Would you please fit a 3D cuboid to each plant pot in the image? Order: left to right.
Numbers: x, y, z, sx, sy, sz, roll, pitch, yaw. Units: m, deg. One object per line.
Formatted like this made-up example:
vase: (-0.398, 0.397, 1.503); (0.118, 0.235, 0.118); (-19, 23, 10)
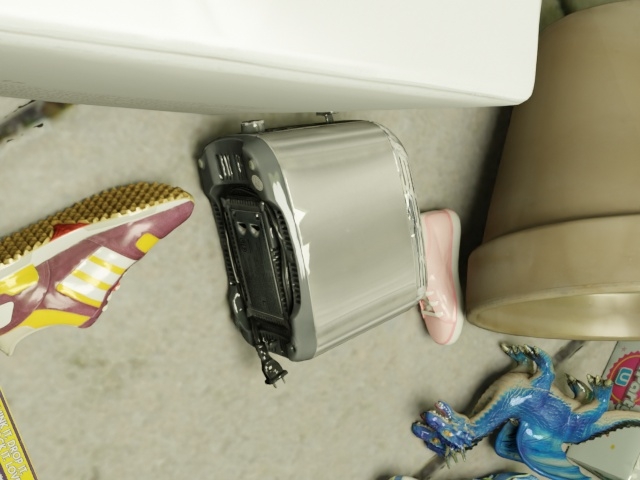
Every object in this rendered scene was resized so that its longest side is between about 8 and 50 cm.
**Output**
plant pot: (0.297, -0.061, 0.846); (0.323, 0.323, 0.280); (9, 76, -31)

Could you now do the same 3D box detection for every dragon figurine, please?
dragon figurine: (0.233, 0.198, 0.922); (0.289, 0.085, 0.144); (26, 79, -15)

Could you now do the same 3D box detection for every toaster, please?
toaster: (0.000, 0.000, 0.759); (0.147, 0.129, 0.226); (-19, 104, -30)

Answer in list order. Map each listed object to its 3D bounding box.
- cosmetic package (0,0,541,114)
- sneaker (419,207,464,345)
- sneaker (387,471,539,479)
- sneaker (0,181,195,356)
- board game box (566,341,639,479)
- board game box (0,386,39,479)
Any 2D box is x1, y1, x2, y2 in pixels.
cosmetic package: (-0.118, -0.246, 0.504); (0.328, 0.394, 0.329); (2, 96, -31)
sneaker: (0.098, 0.037, 0.866); (0.070, 0.051, 0.134); (-3, 94, -29)
sneaker: (0.157, 0.276, 0.923); (0.240, 0.091, 0.126); (43, 56, -27)
sneaker: (-0.178, 0.019, 0.697); (0.186, 0.069, 0.083); (-24, 117, -20)
board game box: (0.461, 0.230, 1.076); (0.303, 0.097, 0.224); (35, 78, -30)
board game box: (-0.297, 0.145, 0.647); (0.141, 0.048, 0.170); (-24, 107, -28)
